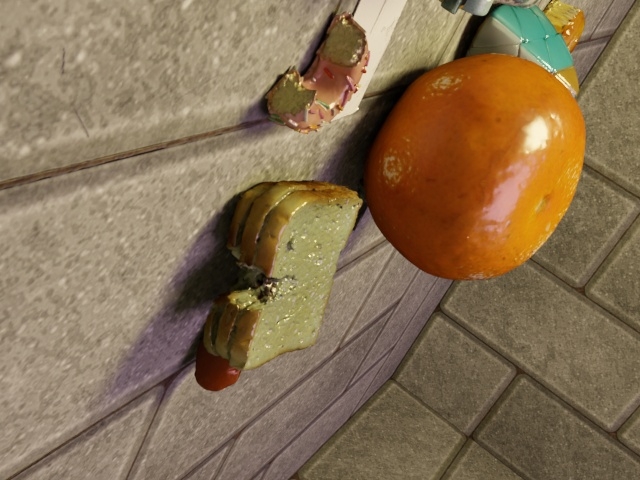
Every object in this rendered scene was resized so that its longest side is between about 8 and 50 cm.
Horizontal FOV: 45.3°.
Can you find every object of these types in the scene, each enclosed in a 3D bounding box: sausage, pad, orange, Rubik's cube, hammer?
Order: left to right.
[{"bbox_3d":[-0.147,0.163,1.261,0.179,0.089,0.089,-65,163,5],"label":"sausage"},{"bbox_3d":[0.001,0.000,1.430,0.288,0.033,0.111,-44,161,-30],"label":"hammer"},{"bbox_3d":[0.057,-0.264,1.086,0.156,0.004,0.232,-32,153,-51],"label":"pad"},{"bbox_3d":[0.270,-0.134,1.374,0.424,0.326,0.424,-31,137,-34],"label":"orange"},{"bbox_3d":[0.392,-0.355,1.463,0.254,0.254,0.254,-48,163,-19],"label":"Rubik's cube"}]

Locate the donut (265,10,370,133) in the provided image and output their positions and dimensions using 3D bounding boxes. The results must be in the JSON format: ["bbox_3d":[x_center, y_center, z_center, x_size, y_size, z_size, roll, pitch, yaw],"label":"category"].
[{"bbox_3d":[0.004,-0.195,0.971,0.166,0.065,0.117,-50,163,-8],"label":"donut"}]

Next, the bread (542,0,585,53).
[{"bbox_3d":[0.566,-0.489,1.879,0.190,0.114,0.132,-59,162,0],"label":"bread"}]

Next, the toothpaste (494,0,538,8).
[{"bbox_3d":[0.301,-0.448,1.294,0.299,0.073,0.114,-11,135,-56],"label":"toothpaste"}]

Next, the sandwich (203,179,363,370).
[{"bbox_3d":[-0.059,0.043,1.132,0.249,0.095,0.273,-10,120,-61],"label":"sandwich"}]

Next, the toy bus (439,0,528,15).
[{"bbox_3d":[0.202,-0.386,0.954,0.275,0.167,0.138,-29,151,-47],"label":"toy bus"}]
